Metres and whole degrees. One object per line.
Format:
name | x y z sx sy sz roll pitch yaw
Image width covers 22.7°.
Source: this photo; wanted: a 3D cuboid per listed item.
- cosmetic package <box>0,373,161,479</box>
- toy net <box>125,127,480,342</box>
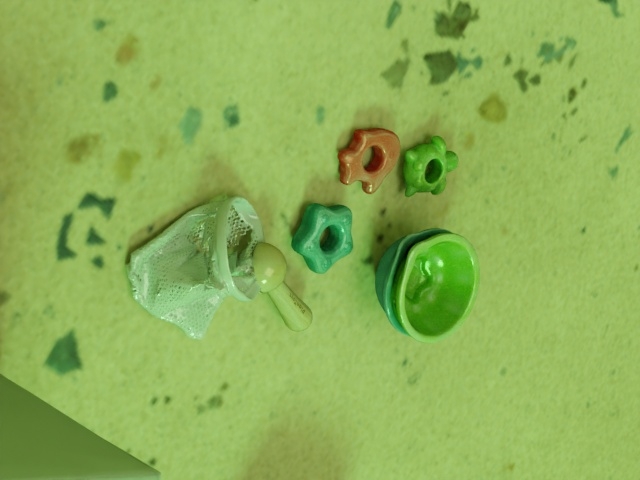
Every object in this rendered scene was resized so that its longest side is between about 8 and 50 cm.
cosmetic package | -0.265 0.165 0.642 0.365 0.155 0.197 2 102 -41
toy net | 0.000 0.000 0.893 0.232 0.045 0.122 -3 108 -41
